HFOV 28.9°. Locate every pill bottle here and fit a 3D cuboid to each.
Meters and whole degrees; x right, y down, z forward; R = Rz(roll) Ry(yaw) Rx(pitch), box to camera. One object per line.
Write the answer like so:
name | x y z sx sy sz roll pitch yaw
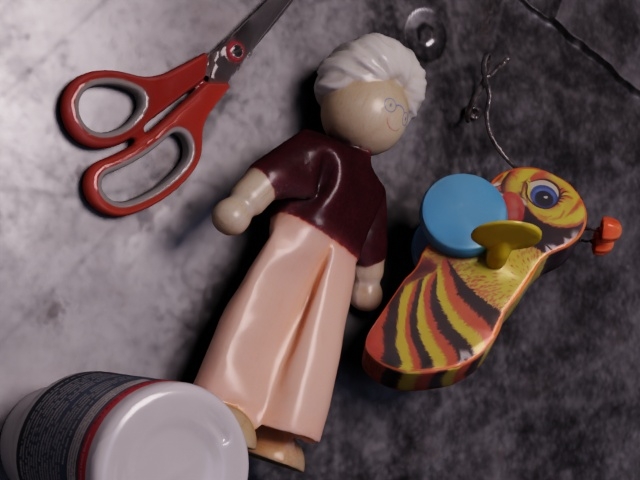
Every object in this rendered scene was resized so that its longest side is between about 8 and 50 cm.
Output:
pill bottle | -0.137 0.139 0.806 0.108 0.180 0.107 1 88 -36

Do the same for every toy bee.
toy bee | 0.156 -0.002 1.014 0.162 0.195 0.298 21 89 8

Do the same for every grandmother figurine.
grandmother figurine | 0.000 0.000 0.959 0.208 0.104 0.342 42 64 -60

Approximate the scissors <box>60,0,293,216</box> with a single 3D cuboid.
scissors | -0.075 -0.126 0.960 0.297 0.021 0.109 -36 107 -32
